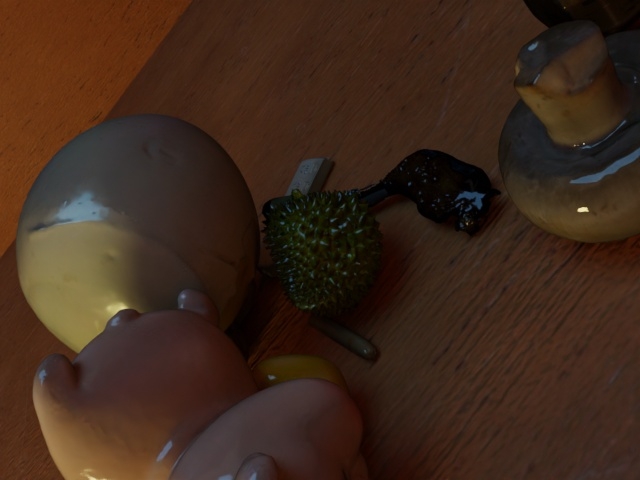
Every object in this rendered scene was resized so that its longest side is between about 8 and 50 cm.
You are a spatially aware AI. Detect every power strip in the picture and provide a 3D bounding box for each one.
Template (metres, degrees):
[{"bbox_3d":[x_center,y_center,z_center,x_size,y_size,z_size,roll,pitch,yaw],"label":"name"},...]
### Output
[{"bbox_3d":[-0.048,-0.034,0.953,0.060,0.027,0.252,4,64,51],"label":"power strip"}]

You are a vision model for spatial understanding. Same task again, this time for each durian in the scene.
[{"bbox_3d":[0.008,0.012,0.745,0.146,0.159,0.198,-15,12,2],"label":"durian"}]

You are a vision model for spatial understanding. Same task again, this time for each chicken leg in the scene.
[{"bbox_3d":[0.124,-0.065,0.762,0.253,0.051,0.105,7,72,55],"label":"chicken leg"}]

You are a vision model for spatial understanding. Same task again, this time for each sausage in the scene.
[{"bbox_3d":[0.026,0.118,0.740,0.132,0.024,0.024,20,77,55],"label":"sausage"}]

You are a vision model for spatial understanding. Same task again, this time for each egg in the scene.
[{"bbox_3d":[-0.218,-0.011,0.745,0.283,0.283,0.345,-34,38,27],"label":"egg"}]

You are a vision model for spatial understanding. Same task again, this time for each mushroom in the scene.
[{"bbox_3d":[0.242,-0.106,0.525,0.204,0.204,0.204,-30,41,31],"label":"mushroom"}]

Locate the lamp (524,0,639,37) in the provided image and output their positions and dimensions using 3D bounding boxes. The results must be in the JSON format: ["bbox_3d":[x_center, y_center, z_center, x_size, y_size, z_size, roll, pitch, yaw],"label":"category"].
[{"bbox_3d":[0.322,-0.322,0.656,0.185,0.161,0.161,-45,36,13],"label":"lamp"}]

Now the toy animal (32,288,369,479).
[{"bbox_3d":[-0.050,0.194,0.527,0.278,0.345,0.247,-33,12,-30],"label":"toy animal"}]

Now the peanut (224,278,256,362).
[{"bbox_3d":[-0.164,0.109,0.889,0.137,0.122,0.253,-25,46,24],"label":"peanut"}]
